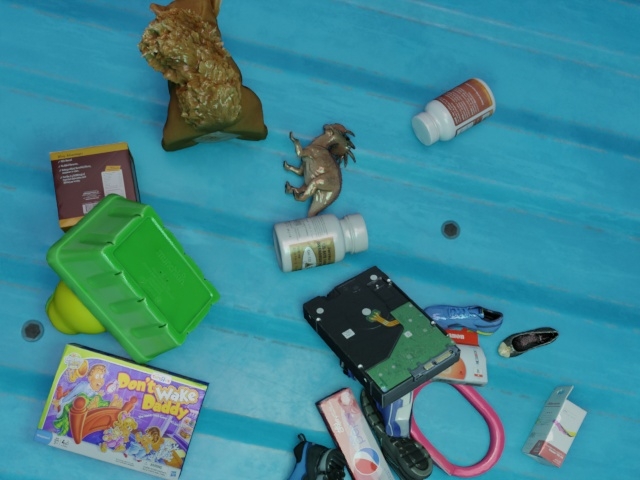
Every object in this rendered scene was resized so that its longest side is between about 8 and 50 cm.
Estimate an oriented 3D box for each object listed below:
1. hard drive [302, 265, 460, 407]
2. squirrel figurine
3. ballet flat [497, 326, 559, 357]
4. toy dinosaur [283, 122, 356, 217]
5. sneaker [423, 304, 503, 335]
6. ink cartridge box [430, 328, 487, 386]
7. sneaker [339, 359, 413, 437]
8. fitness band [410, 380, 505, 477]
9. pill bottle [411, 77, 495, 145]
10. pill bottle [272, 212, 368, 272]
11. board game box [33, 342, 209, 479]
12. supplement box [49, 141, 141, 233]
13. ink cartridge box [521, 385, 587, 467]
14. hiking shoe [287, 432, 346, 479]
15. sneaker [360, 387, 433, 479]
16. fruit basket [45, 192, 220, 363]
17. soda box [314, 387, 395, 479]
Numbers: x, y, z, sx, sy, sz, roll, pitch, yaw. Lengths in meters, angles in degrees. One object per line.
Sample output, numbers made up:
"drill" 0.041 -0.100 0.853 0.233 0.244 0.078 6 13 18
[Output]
"hard drive" 0.143 0.224 1.725 0.237 0.064 0.339 -27 47 -22
"squirrel figurine" -0.295 -0.442 1.748 0.281 0.397 0.370 -9 87 -5
"ballet flat" 0.550 0.266 1.876 0.173 0.049 0.057 -18 79 -11
"toy dinosaur" 0.012 -0.186 1.876 0.200 0.127 0.296 -2 83 -15
"sneaker" 0.374 0.193 1.845 0.209 0.082 0.069 10 52 -6
"ink cartridge box" 0.353 0.281 1.824 0.145 0.045 0.179 8 62 -9
"sneaker" 0.136 0.337 1.746 0.182 0.127 0.315 -2 44 5
"fitness band" 0.336 0.469 1.805 0.209 0.054 0.291 -42 87 -17
"pill bottle" 0.365 -0.352 1.954 0.216 0.121 0.121 -30 83 -13
"pill bottle" 0.000 0.000 1.823 0.229 0.131 0.131 -11 79 -10
"board game box" -0.468 0.406 1.683 0.347 0.078 0.233 17 83 -3
"supplement box" -0.560 -0.125 1.778 0.191 0.129 0.194 -10 79 -9
"ink cartridge box" 0.604 0.472 1.802 0.067 0.115 0.198 32 76 2
"hiking shoe" -0.032 0.633 1.704 0.132 0.113 0.304 15 87 37
"sneaker" 0.169 0.487 1.751 0.101 0.106 0.267 -14 56 -29
"fruit basket" -0.480 0.106 1.681 0.392 0.392 0.283 36 55 2
"soda box" 0.086 0.500 1.746 0.092 0.083 0.263 -25 82 -12
